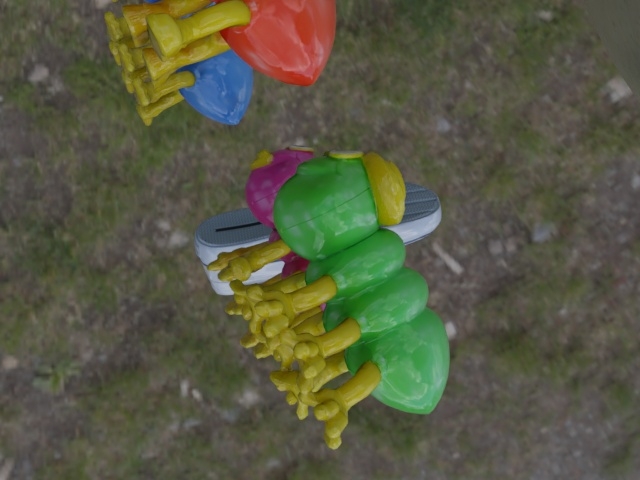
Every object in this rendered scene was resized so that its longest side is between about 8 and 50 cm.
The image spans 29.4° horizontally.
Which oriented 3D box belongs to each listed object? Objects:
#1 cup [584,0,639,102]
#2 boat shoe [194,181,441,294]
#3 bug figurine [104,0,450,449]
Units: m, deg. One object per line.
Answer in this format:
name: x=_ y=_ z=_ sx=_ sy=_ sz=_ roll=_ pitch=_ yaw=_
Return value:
cup: x=0.237 y=-0.106 z=0.375 sx=0.331 sy=0.237 sz=0.331 roll=5 pitch=117 yaw=11
boat shoe: x=0.000 y=0.000 z=1.126 sx=0.226 sy=0.083 sz=0.075 roll=-6 pitch=130 yaw=4
bug figurine: x=-0.022 y=-0.045 z=0.439 sx=0.072 sy=0.279 sz=0.216 roll=-23 pitch=97 yaw=-8
